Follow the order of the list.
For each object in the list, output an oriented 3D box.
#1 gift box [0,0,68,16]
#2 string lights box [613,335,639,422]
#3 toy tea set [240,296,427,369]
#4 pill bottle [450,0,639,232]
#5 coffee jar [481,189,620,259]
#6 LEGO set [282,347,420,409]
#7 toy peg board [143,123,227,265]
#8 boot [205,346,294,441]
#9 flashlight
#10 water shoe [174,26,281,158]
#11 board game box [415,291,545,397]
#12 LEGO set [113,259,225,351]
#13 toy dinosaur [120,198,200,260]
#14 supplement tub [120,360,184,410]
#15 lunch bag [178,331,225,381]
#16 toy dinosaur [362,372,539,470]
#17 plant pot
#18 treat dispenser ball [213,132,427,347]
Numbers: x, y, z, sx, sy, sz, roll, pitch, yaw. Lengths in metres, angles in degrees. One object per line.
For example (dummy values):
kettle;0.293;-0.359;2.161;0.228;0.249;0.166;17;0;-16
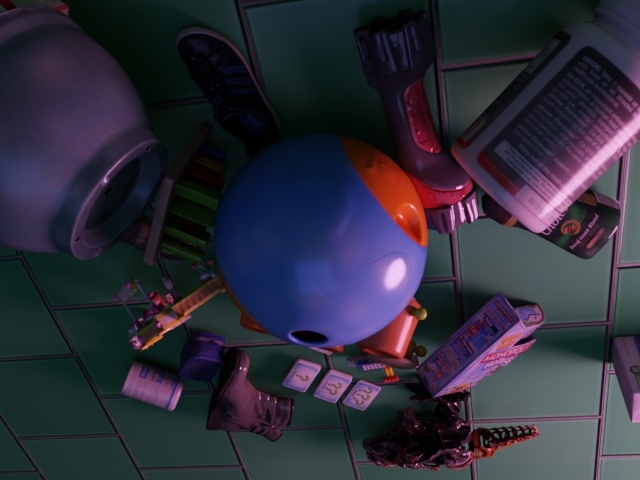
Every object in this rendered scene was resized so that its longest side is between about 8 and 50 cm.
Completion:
gift box;-0.482;-0.246;0.871;0.255;0.276;0.258;29;130;2
string lights box;0.635;0.220;1.155;0.260;0.133;0.077;-7;125;11
toy tea set;0.019;0.109;1.147;0.336;0.124;0.200;14;164;8
pill bottle;0.313;-0.161;0.858;0.161;0.161;0.283;37;108;-20
coffee jar;0.333;-0.047;1.022;0.184;0.079;0.096;21;126;-9
LEGO set;0.059;0.231;1.283;0.182;0.060;0.244;22;125;-14
toy peg board;-0.179;-0.056;1.021;0.079;0.160;0.161;23;127;-2
boot;-0.123;0.300;1.355;0.161;0.083;0.246;12;134;-11
flashlight;0.144;-0.157;0.954;0.103;0.103;0.304;16;135;44
water shoe;-0.123;-0.201;0.958;0.073;0.080;0.203;-29;119;25
board game box;0.284;0.163;1.139;0.194;0.060;0.194;-3;139;-37
LEGO set;-0.248;0.083;1.177;0.287;0.132;0.107;-36;88;25
toy dinosaur;-0.320;-0.040;1.122;0.268;0.064;0.118;21;134;-5
supplement tub;-0.325;0.282;1.359;0.107;0.071;0.071;22;127;-11
lunch bag;-0.218;0.209;1.293;0.067;0.065;0.098;19;135;-26
toy dinosaur;0.237;0.369;1.341;0.322;0.164;0.218;-25;137;3
plant pot;-0.312;-0.099;0.846;0.196;0.293;0.293;35;126;7
treat dispenser ball;0.000;0.000;0.944;0.288;0.288;0.288;3;128;4
